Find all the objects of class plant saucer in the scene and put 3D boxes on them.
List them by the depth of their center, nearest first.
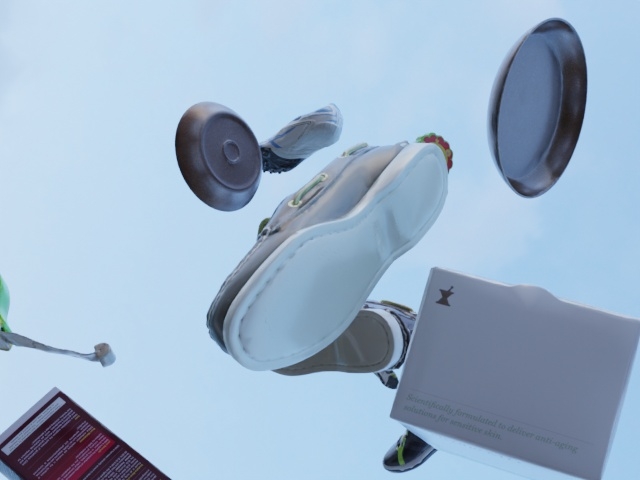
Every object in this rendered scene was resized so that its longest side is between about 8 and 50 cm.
[{"bbox_3d":[0.371,-0.229,1.567,0.050,0.310,0.311,17,-71,39],"label":"plant saucer"},{"bbox_3d":[-0.165,-0.150,1.568,0.036,0.198,0.199,-15,-96,41],"label":"plant saucer"}]

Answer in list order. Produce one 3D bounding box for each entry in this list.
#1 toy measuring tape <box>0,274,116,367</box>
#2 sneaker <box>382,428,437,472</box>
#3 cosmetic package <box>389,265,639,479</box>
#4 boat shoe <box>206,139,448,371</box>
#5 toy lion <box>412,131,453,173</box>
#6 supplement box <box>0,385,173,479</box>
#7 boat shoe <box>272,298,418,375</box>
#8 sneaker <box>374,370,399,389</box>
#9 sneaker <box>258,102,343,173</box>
[{"bbox_3d":[-0.427,0.088,1.235,0.330,0.121,0.121,10,-71,6],"label":"toy measuring tape"},{"bbox_3d":[0.190,0.341,1.679,0.234,0.084,0.097,-40,-77,24],"label":"sneaker"},{"bbox_3d":[0.207,0.160,0.944,0.197,0.365,0.155,15,-102,19],"label":"cosmetic package"},{"bbox_3d":[0.001,0.004,0.802,0.091,0.305,0.109,12,-50,38],"label":"boat shoe"},{"bbox_3d":[0.150,-0.110,1.309,0.034,0.100,0.096,-4,-99,58],"label":"toy lion"},{"bbox_3d":[-0.330,0.329,1.262,0.239,0.130,0.073,34,-36,18],"label":"supplement box"},{"bbox_3d":[0.012,0.134,1.312,0.324,0.096,0.117,-4,-89,45],"label":"boat shoe"},{"bbox_3d":[0.112,0.237,1.639,0.031,0.035,0.083,-45,-103,-1],"label":"sneaker"},{"bbox_3d":[-0.051,-0.206,1.846,0.237,0.085,0.086,-21,-141,30],"label":"sneaker"}]
